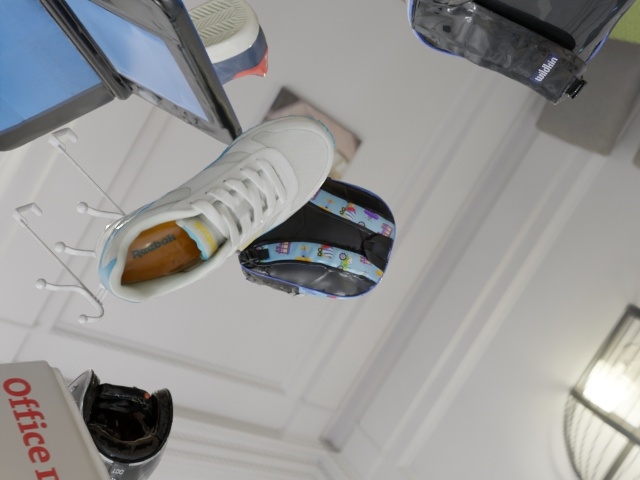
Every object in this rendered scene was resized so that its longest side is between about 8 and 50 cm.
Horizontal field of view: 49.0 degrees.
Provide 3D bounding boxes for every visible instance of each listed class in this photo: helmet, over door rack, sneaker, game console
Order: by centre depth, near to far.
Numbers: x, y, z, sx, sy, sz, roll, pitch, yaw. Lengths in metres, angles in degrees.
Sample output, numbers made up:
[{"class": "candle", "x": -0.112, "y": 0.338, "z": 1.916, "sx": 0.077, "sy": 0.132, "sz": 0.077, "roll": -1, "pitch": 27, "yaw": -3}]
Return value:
[{"class": "sneaker", "x": -0.079, "y": -0.023, "z": 0.585, "sx": 0.087, "sy": 0.228, "sz": 0.092, "roll": 57, "pitch": 172, "yaw": -21}, {"class": "game console", "x": -0.241, "y": -0.148, "z": 0.672, "sx": 0.250, "sy": 0.173, "sz": 0.293, "roll": 30, "pitch": 170, "yaw": 12}, {"class": "helmet", "x": -0.282, "y": 0.256, "z": 0.924, "sx": 0.169, "sy": 0.161, "sz": 0.169, "roll": 23, "pitch": -134, "yaw": -26}, {"class": "sneaker", "x": -0.247, "y": -0.275, "z": 1.132, "sx": 0.350, "sy": 0.131, "sz": 0.148, "roll": -6, "pitch": 157, "yaw": 15}, {"class": "over door rack", "x": -0.500, "y": -0.025, "z": 1.389, "sx": 0.324, "sy": 0.239, "sz": 0.108, "roll": 50, "pitch": -149, "yaw": 18}]

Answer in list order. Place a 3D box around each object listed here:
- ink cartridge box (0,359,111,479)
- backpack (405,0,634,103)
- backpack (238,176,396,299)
[{"class": "ink cartridge box", "x": -0.261, "y": 0.176, "z": 0.359, "sx": 0.283, "sy": 0.117, "sz": 0.207, "roll": 2, "pitch": -151, "yaw": -40}, {"class": "backpack", "x": 0.214, "y": -0.313, "z": 0.752, "sx": 0.263, "sy": 0.276, "sz": 0.213, "roll": -2, "pitch": -128, "yaw": -23}, {"class": "backpack", "x": 0.000, "y": 0.000, "z": 0.873, "sx": 0.173, "sy": 0.158, "sz": 0.117, "roll": 17, "pitch": 163, "yaw": 2}]
